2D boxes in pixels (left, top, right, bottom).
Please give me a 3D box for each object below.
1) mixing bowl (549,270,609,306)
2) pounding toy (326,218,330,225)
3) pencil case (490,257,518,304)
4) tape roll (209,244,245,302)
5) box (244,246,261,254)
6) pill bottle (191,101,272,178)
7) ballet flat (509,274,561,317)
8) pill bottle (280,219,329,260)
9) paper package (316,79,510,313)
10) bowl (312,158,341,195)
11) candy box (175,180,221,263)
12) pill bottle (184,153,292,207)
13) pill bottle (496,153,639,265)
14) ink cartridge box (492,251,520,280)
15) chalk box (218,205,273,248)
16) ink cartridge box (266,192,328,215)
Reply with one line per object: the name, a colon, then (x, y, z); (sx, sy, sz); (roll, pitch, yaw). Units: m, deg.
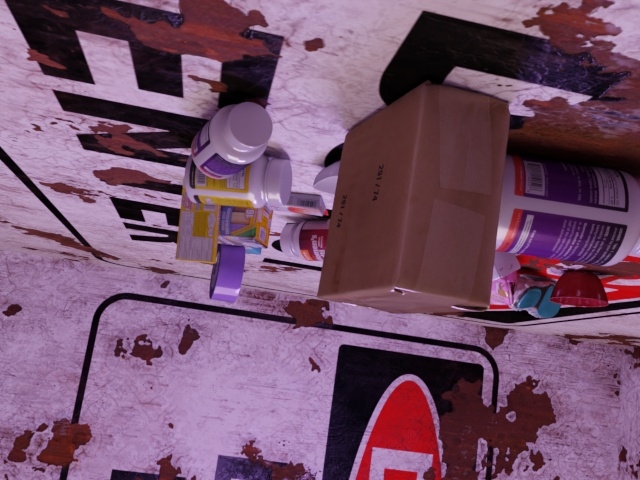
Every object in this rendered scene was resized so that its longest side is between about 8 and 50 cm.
mixing bowl: (0.842, 0.154, 2.127); (0.181, 0.098, 0.181); (7, 169, 1)
pounding toy: (0.146, 0.022, 1.624); (0.237, 0.110, 0.183); (15, -170, 29)
pencil case: (0.427, 0.118, 2.092); (0.386, 0.167, 0.160); (2, -158, 24)
tape roll: (-0.303, 0.103, 2.118); (0.080, 0.189, 0.189); (11, 168, -14)
box: (-0.275, -0.008, 2.182); (0.101, 0.060, 0.244); (5, 168, 14)
pill bottle: (-0.158, -0.182, 1.179); (0.108, 0.108, 0.193); (13, 167, -24)
ballet flat: (0.734, 0.179, 2.304); (0.147, 0.147, 0.409); (-1, 168, 37)
pill bottle: (0.000, 0.000, 1.898); (0.221, 0.121, 0.121); (0, 166, 32)
paper package: (0.145, -0.051, 1.084); (0.168, 0.324, 0.309); (13, 168, -21)
bowl: (0.066, -0.132, 1.400); (0.142, 0.053, 0.142); (12, 167, -23)
candy box: (-0.309, -0.047, 1.671); (0.105, 0.206, 0.027); (5, 178, 15)
pill bottle: (-0.173, -0.131, 1.402); (0.208, 0.119, 0.119); (6, 168, 11)
pill bottle: (0.455, -0.052, 1.210); (0.323, 0.181, 0.181); (9, 168, -1)
ink cartridge box: (0.455, 0.089, 1.885); (0.191, 0.082, 0.140); (-30, 170, 40)
chalk box: (-0.248, -0.063, 1.748); (0.213, 0.132, 0.132); (6, 169, 13)
ink cartridge box: (-0.061, -0.082, 1.741); (0.145, 0.045, 0.179); (7, 166, 8)
